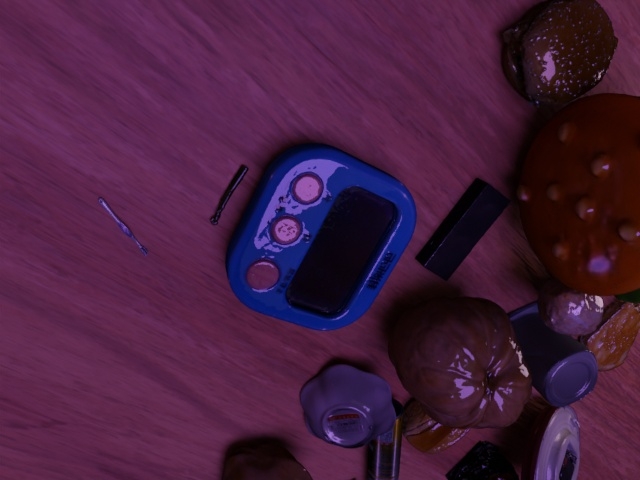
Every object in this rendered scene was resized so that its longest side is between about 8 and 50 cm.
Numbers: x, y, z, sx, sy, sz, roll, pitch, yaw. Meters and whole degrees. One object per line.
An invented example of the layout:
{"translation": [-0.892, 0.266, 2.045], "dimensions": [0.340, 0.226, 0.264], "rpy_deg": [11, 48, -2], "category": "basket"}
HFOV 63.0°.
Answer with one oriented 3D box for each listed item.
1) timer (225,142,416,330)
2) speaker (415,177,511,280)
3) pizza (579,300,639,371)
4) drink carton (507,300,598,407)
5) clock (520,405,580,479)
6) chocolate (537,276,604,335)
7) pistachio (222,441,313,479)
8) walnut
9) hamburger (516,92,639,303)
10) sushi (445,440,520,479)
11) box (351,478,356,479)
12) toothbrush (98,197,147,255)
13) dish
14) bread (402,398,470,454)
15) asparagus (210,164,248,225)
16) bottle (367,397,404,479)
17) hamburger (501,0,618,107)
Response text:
{"translation": [0.000, 0.000, 0.990], "dimensions": [0.309, 0.115, 0.340], "rpy_deg": [22, 106, -24], "category": "timer"}
{"translation": [0.303, -0.021, 1.116], "dimensions": [0.082, 0.044, 0.218], "rpy_deg": [29, 103, -27], "category": "speaker"}
{"translation": [0.782, 0.237, 1.392], "dimensions": [0.181, 0.034, 0.262], "rpy_deg": [11, 111, -22], "category": "pizza"}
{"translation": [0.540, 0.270, 1.249], "dimensions": [0.191, 0.189, 0.185], "rpy_deg": [-21, 113, -8], "category": "drink carton"}
{"translation": [0.636, 0.601, 1.406], "dimensions": [0.319, 0.080, 0.318], "rpy_deg": [-4, 96, -47], "category": "clock"}
{"translation": [0.555, 0.135, 1.153], "dimensions": [0.309, 0.134, 0.134], "rpy_deg": [0, 121, -61], "category": "chocolate"}
{"translation": [-0.125, 0.592, 1.200], "dimensions": [0.213, 0.163, 0.260], "rpy_deg": [16, 114, 12], "category": "pistachio"}
{"translation": [0.291, 0.249, 1.110], "dimensions": [0.296, 0.285, 0.285], "rpy_deg": [26, 104, -18], "category": "walnut"}
{"translation": [0.562, -0.075, 0.988], "dimensions": [0.278, 0.396, 0.395], "rpy_deg": [-4, 115, -21], "category": "hamburger"}
{"translation": [0.483, 0.680, 1.436], "dimensions": [0.172, 0.150, 0.153], "rpy_deg": [36, 99, -28], "category": "sushi"}
{"translation": [0.076, 0.772, 1.416], "dimensions": [0.153, 0.041, 0.279], "rpy_deg": [-25, 119, -4], "category": "box"}
{"translation": [-0.350, -0.023, 0.928], "dimensions": [0.011, 0.013, 0.131], "rpy_deg": [-35, 117, -5], "category": "toothbrush"}
{"translation": [0.059, 0.394, 1.168], "dimensions": [0.230, 0.081, 0.229], "rpy_deg": [2, 109, 6], "category": "dish"}
{"translation": [0.310, 0.420, 1.288], "dimensions": [0.140, 0.106, 0.236], "rpy_deg": [38, 98, -26], "category": "bread"}
{"translation": [-0.168, -0.082, 0.955], "dimensions": [0.018, 0.015, 0.127], "rpy_deg": [27, 104, -25], "category": "asparagus"}
{"translation": [0.159, 0.527, 1.303], "dimensions": [0.082, 0.082, 0.286], "rpy_deg": [-7, 115, -15], "category": "bottle"}
{"translation": [0.454, -0.351, 0.968], "dimensions": [0.215, 0.122, 0.189], "rpy_deg": [-27, 115, -8], "category": "hamburger"}
